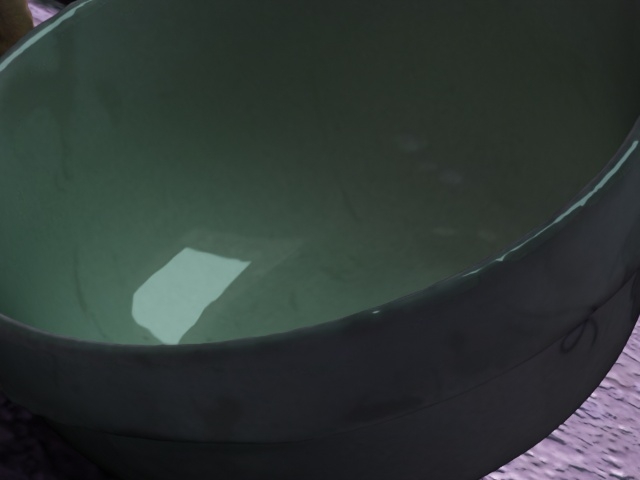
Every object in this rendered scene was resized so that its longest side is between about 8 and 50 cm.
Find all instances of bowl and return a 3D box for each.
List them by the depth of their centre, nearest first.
[{"bbox_3d":[0.000,0.000,0.790,0.307,0.163,0.307,-9,35,6],"label":"bowl"}]

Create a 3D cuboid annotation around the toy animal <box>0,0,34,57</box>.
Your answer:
[{"bbox_3d":[-0.267,-0.196,1.191,0.219,0.101,0.103,32,20,18],"label":"toy animal"}]

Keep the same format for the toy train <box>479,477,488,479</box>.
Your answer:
[{"bbox_3d":[0.034,0.108,0.825,0.052,0.051,0.234,11,16,-39],"label":"toy train"}]
